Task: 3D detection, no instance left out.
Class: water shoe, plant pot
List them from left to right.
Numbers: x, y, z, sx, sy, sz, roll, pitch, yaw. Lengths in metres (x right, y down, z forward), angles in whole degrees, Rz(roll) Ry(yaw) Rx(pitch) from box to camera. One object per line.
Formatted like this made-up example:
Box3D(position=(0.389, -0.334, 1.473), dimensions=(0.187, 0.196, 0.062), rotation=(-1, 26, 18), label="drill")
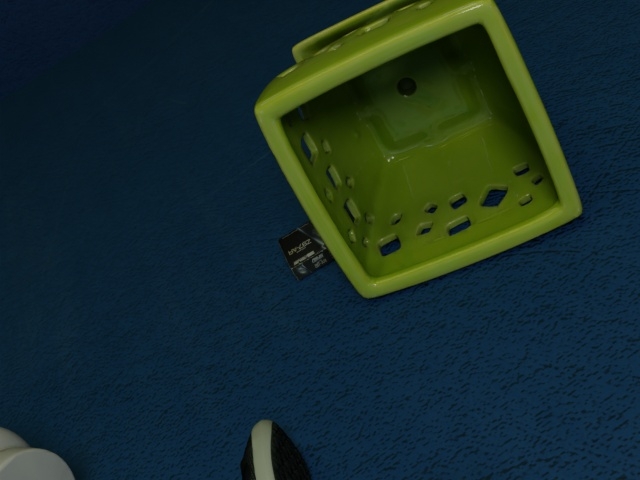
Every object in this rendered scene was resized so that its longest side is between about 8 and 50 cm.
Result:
Box3D(position=(-0.050, 0.218, 0.663), dimensions=(0.080, 0.073, 0.203), rotation=(-27, 32, 12), label="water shoe")
Box3D(position=(0.092, -0.117, 0.860), dimensions=(0.227, 0.228, 0.207), rotation=(-22, 28, 16), label="plant pot")

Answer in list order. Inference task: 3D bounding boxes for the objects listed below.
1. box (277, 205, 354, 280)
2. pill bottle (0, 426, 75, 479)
Box3D(position=(0.000, 0.000, 0.962), dimensions=(0.083, 0.018, 0.067), rotation=(-30, 32, 2), label="box")
Box3D(position=(-0.341, 0.236, 0.822), dimensions=(0.245, 0.136, 0.136), rotation=(-6, 41, 34), label="pill bottle")
